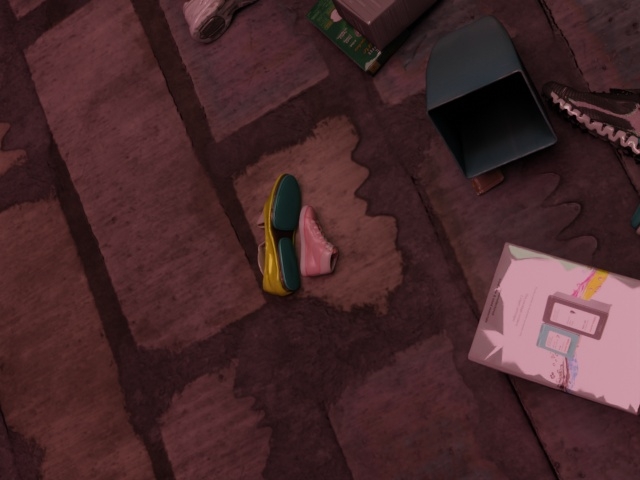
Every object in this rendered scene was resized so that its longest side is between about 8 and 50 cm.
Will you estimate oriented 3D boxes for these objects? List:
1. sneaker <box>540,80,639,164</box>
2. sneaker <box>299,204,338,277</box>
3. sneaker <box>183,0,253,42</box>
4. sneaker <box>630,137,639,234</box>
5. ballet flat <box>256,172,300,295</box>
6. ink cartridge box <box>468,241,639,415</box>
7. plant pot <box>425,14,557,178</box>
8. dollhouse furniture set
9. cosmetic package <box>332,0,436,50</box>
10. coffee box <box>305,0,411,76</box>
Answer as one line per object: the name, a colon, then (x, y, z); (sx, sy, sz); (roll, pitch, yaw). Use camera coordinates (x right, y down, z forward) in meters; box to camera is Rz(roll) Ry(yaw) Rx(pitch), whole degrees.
sneaker: (0.483, -0.217, 1.793); (0.234, 0.078, 0.106); (35, 92, 22)
sneaker: (0.000, 0.000, 1.981); (0.070, 0.051, 0.134); (-4, 82, 22)
sneaker: (-0.192, -0.509, 2.140); (0.232, 0.090, 0.115); (-39, 64, 12)
sneaker: (0.550, -0.131, 1.687); (0.110, 0.107, 0.275); (35, 128, 28)
ballet flat: (-0.084, -0.010, 2.010); (0.077, 0.077, 0.230); (-9, 78, 39)
ink cartridge box: (0.409, 0.144, 1.689); (0.270, 0.198, 0.197); (17, 87, 25)
plant pot: (0.277, -0.263, 1.815); (0.166, 0.165, 0.234); (-22, 40, 19)
dollhouse furniture set: (0.326, -0.148, 1.877); (0.152, 0.059, 0.076); (-35, 75, 35)
cosmetic package: (0.145, -0.475, 1.946); (0.238, 0.107, 0.127); (-45, 63, -3)
coffee box: (0.069, -0.406, 2.028); (0.113, 0.040, 0.184); (-49, 65, 7)
